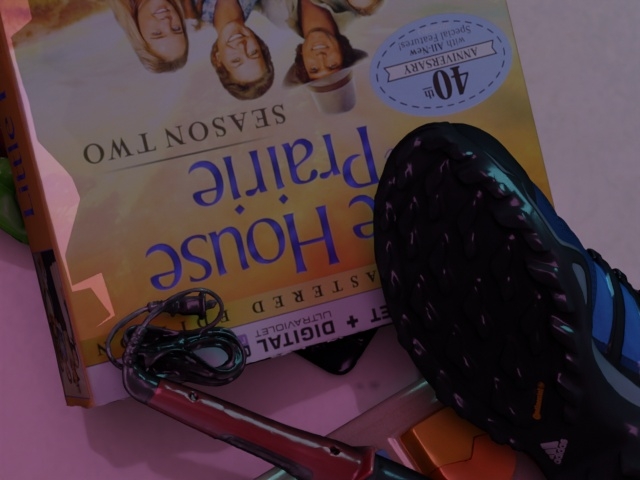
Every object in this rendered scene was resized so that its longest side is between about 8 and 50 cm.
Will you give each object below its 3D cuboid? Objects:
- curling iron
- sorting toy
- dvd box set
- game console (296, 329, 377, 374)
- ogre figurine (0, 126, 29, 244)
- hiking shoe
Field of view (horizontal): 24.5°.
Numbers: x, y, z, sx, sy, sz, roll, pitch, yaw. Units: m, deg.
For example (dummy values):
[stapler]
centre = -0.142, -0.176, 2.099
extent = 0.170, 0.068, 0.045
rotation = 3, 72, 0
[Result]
[curling iron]
centre = 0.015, 0.107, 0.770
extent = 0.274, 0.035, 0.068
rotation = 30, 74, -11
[sorting toy]
centre = 0.079, 0.174, 0.812
extent = 0.208, 0.038, 0.193
rotation = -26, 76, -37
[dvd box set]
centre = -0.043, -0.147, 0.831
extent = 0.308, 0.062, 0.420
rotation = -13, 92, -23
[game console]
centre = 0.000, 0.000, 0.881
extent = 0.107, 0.071, 0.122
rotation = 30, 74, 13
[ogre figurine]
centre = -0.195, -0.079, 0.880
extent = 0.197, 0.097, 0.118
rotation = 33, 86, 17
[hiking shoe]
centre = 0.136, 0.057, 0.826
extent = 0.304, 0.113, 0.132
rotation = 57, 33, -11
